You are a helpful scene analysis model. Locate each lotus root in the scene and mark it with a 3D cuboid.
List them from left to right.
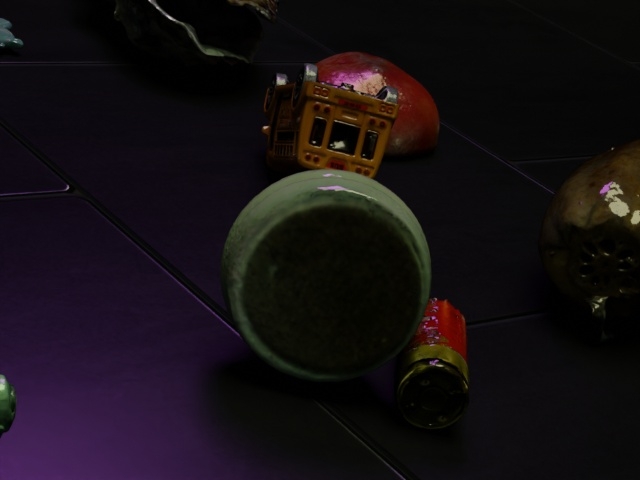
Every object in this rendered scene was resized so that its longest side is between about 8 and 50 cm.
[{"bbox_3d":[0.251,-0.014,1.248,0.123,0.124,0.241,50,25,1],"label":"lotus root"}]

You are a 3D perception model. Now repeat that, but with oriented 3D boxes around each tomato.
[{"bbox_3d":[0.042,-0.140,1.462,0.155,0.069,0.155,13,24,-6],"label":"tomato"}]

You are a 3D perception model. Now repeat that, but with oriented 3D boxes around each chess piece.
[{"bbox_3d":[0.000,0.000,1.089,0.139,0.139,0.272,14,12,-5],"label":"chess piece"}]

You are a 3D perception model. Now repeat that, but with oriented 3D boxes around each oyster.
[{"bbox_3d":[-0.162,-0.270,1.557,0.351,0.158,0.162,34,-14,50],"label":"oyster"}]

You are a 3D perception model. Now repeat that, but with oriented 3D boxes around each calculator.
[{"bbox_3d":[-0.340,-0.209,1.427,0.141,0.019,0.094,32,25,33],"label":"calculator"}]

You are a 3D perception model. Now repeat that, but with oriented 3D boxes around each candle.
[{"bbox_3d":[0.076,0.076,1.030,0.052,0.052,0.131,15,25,-3],"label":"candle"}]

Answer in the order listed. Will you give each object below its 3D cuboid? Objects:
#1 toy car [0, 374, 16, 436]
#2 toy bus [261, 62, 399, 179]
[{"bbox_3d":[-0.218,0.069,0.852,0.073,0.054,0.143,7,27,-26],"label":"toy car"},{"bbox_3d":[0.001,-0.093,1.267,0.083,0.088,0.194,13,1,-12],"label":"toy bus"}]
